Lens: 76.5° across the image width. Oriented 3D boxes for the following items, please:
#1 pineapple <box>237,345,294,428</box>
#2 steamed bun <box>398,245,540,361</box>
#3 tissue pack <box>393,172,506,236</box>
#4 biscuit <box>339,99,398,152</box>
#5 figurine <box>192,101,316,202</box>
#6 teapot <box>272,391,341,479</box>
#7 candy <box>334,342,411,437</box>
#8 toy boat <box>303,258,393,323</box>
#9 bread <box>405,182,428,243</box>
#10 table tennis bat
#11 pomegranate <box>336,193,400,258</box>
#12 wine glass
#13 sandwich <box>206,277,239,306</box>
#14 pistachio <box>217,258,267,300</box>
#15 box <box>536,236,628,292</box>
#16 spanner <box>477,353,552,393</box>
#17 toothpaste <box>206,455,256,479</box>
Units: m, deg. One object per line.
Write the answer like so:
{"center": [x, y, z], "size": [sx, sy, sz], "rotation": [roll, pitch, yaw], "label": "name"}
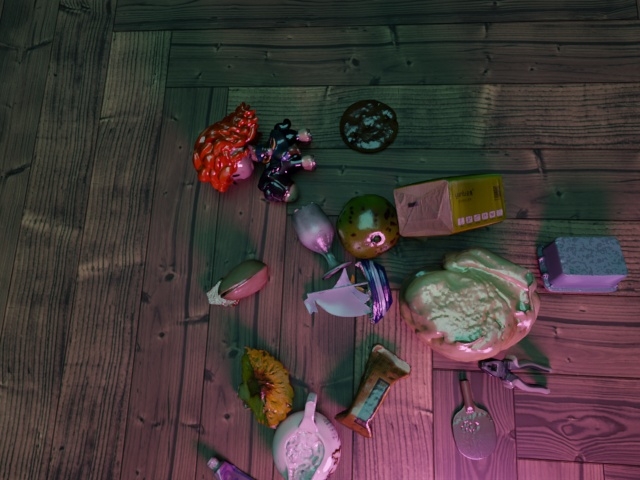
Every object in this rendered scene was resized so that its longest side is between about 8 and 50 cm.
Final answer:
{"center": [-0.175, 0.479, 1.292], "size": [0.164, 0.140, 0.250], "rotation": [-57, 50, 33], "label": "pineapple"}
{"center": [0.439, 0.193, 1.220], "size": [0.372, 0.230, 0.325], "rotation": [-31, 69, -2], "label": "steamed bun"}
{"center": [0.392, -0.109, 1.226], "size": [0.274, 0.200, 0.167], "rotation": [-10, 93, -36], "label": "tissue pack"}
{"center": [0.173, -0.413, 1.455], "size": [0.212, 0.036, 0.212], "rotation": [-1, 79, 5], "label": "biscuit"}
{"center": [-0.214, -0.287, 1.389], "size": [0.411, 0.241, 0.306], "rotation": [18, 105, -10], "label": "figurine"}
{"center": [-0.045, 0.609, 1.225], "size": [0.208, 0.166, 0.300], "rotation": [4, 89, 17], "label": "teapot"}
{"center": [0.168, 0.468, 1.262], "size": [0.143, 0.101, 0.271], "rotation": [28, 77, 15], "label": "candy"}
{"center": [0.083, 0.183, 1.330], "size": [0.291, 0.067, 0.220], "rotation": [-14, 95, 8], "label": "toy boat"}
{"center": [0.321, -0.092, 1.370], "size": [0.139, 0.060, 0.178], "rotation": [19, 81, 7], "label": "bread"}
{"center": [0.470, 0.553, 1.259], "size": [0.131, 0.022, 0.234], "rotation": [-8, 81, 4], "label": "table tennis bat"}
{"center": [0.146, -0.057, 1.308], "size": [0.211, 0.263, 0.211], "rotation": [-7, 122, -12], "label": "pomegranate"}
{"center": [0.000, 0.000, 1.348], "size": [0.126, 0.126, 0.241], "rotation": [-29, 81, -1], "label": "wine glass"}
{"center": [-0.331, 0.191, 1.382], "size": [0.105, 0.036, 0.093], "rotation": [39, 84, 9], "label": "sandwich"}
{"center": [-0.254, 0.134, 1.338], "size": [0.185, 0.126, 0.108], "rotation": [-35, 101, -23], "label": "pistachio"}
{"center": [0.814, 0.073, 1.265], "size": [0.227, 0.130, 0.162], "rotation": [0, 64, 4], "label": "box"}
{"center": [0.573, 0.389, 1.189], "size": [0.325, 0.040, 0.096], "rotation": [20, 77, -27], "label": "spanner"}
{"center": [-0.225, 0.772, 1.259], "size": [0.301, 0.048, 0.075], "rotation": [35, 56, 3], "label": "toothpaste"}
